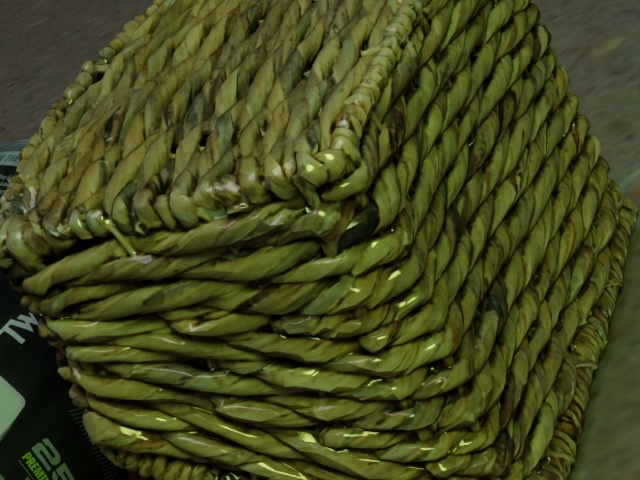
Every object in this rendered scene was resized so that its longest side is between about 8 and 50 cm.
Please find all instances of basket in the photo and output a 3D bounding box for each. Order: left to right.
[{"bbox_3d":[0.000,0.000,0.836,0.213,0.223,0.299,-14,29,27],"label":"basket"}]

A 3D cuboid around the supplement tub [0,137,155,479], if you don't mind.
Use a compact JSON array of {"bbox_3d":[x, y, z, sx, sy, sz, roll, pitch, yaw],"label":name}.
[{"bbox_3d":[-0.169,0.076,0.929,0.193,0.194,0.316,-9,32,41],"label":"supplement tub"}]
